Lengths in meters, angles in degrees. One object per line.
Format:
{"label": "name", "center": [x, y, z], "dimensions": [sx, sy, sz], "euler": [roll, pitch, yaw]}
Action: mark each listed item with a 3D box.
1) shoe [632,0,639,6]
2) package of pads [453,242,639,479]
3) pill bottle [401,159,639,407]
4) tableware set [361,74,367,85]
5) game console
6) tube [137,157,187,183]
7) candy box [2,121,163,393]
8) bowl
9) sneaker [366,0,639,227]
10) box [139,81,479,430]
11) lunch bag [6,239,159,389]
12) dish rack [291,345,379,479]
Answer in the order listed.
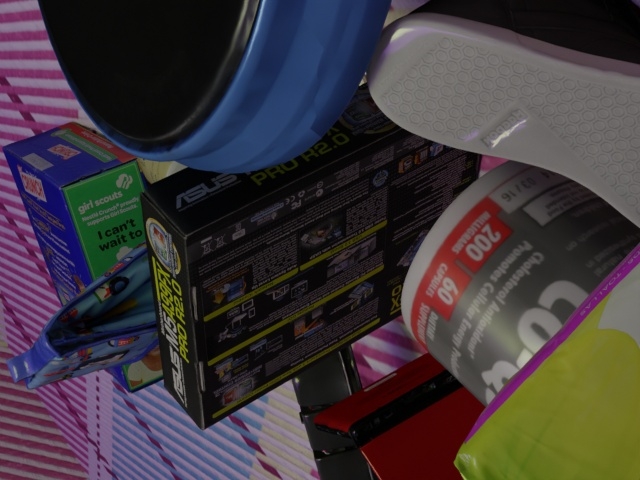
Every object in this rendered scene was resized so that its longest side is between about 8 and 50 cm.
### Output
{"label": "shoe", "center": [0.162, -0.193, 0.692], "dimensions": [0.178, 0.063, 0.081], "euler": [40, 146, 31]}
{"label": "package of pads", "center": [0.238, 0.127, 0.588], "dimensions": [0.296, 0.229, 0.101], "euler": [43, -166, 10]}
{"label": "pill bottle", "center": [0.197, 0.085, 0.769], "dimensions": [0.283, 0.161, 0.161], "euler": [44, 149, 33]}
{"label": "tableware set", "center": [0.020, -0.142, 1.061], "dimensions": [0.154, 0.024, 0.104], "euler": [64, 156, -2]}
{"label": "game console", "center": [0.088, 0.165, 1.085], "dimensions": [0.124, 0.144, 0.085], "euler": [-2, 111, 63]}
{"label": "tube", "center": [-0.187, -0.090, 1.481], "dimensions": [0.240, 0.062, 0.070], "euler": [30, 100, 64]}
{"label": "candy box", "center": [-0.307, 0.016, 1.738], "dimensions": [0.268, 0.122, 0.317], "euler": [29, 140, 56]}
{"label": "bowl", "center": [-0.089, -0.233, 0.758], "dimensions": [0.391, 0.077, 0.391], "euler": [21, 115, 54]}
{"label": "sneaker", "center": [0.186, -0.088, 0.712], "dimensions": [0.295, 0.147, 0.105], "euler": [22, 132, 10]}
{"label": "box", "center": [0.000, 0.000, 0.945], "dimensions": [0.060, 0.270, 0.216], "euler": [44, 150, 33]}
{"label": "lunch bag", "center": [-0.229, 0.080, 1.446], "dimensions": [0.138, 0.293, 0.221], "euler": [62, 156, 3]}
{"label": "dish rack", "center": [0.002, 0.150, 1.293], "dimensions": [0.271, 0.074, 0.208], "euler": [-111, 7, -66]}
